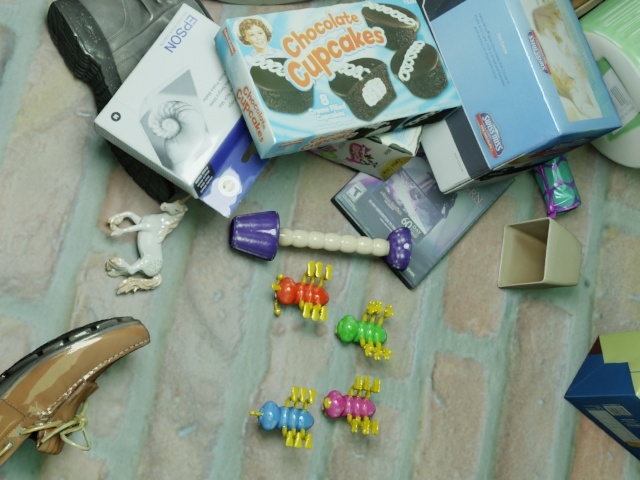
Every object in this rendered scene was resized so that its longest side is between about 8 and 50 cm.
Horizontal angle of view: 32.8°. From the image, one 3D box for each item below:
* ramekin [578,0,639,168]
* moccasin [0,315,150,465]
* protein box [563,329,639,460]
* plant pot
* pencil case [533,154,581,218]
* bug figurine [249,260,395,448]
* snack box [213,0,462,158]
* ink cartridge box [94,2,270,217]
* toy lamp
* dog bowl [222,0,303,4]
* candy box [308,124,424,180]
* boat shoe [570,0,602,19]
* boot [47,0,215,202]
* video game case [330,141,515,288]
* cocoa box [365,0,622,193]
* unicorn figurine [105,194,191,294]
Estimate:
[{"bbox_3d":[0.529,-0.266,1.806,0.148,0.303,0.303,-32,93,-15],"label":"ramekin"},{"bbox_3d":[-0.382,0.237,1.445,0.380,0.139,0.147,-38,97,-22],"label":"moccasin"},{"bbox_3d":[0.551,0.259,1.770,0.201,0.200,0.136,39,70,-11],"label":"protein box"},{"bbox_3d":[0.370,0.031,1.797,0.096,0.109,0.109,16,75,-31],"label":"plant pot"},{"bbox_3d":[0.389,-0.117,1.846,0.070,0.064,0.151,-19,88,-39],"label":"pencil case"},{"bbox_3d":[0.004,0.183,1.641,0.216,0.072,0.278,16,71,-24],"label":"bug figurine"},{"bbox_3d":[0.028,-0.235,1.522,0.322,0.060,0.187,-15,77,-31],"label":"snack box"},{"bbox_3d":[-0.159,-0.181,1.505,0.224,0.045,0.223,33,74,-2],"label":"ink cartridge box"},{"bbox_3d":[0.000,0.000,1.657,0.275,0.080,0.080,4,79,-12],"label":"toy lamp"},{"bbox_3d":[-0.061,-0.440,1.618,0.265,0.265,0.104,-4,84,-22],"label":"dog bowl"},{"bbox_3d":[0.024,-0.177,1.649,0.234,0.159,0.071,19,76,-9],"label":"candy box"},{"bbox_3d":[0.453,-0.449,1.913,0.307,0.111,0.104,-39,92,-32],"label":"boat shoe"},{"bbox_3d":[-0.229,-0.245,1.606,0.223,0.118,0.338,-29,96,-28],"label":"boot"},{"bbox_3d":[0.172,-0.083,1.778,0.274,0.026,0.196,-44,98,-21],"label":"video game case"},{"bbox_3d":[0.267,-0.281,1.685,0.231,0.228,0.347,-13,80,-51],"label":"cocoa box"},{"bbox_3d":[-0.252,-0.004,1.577,0.111,0.060,0.161,1,111,-19],"label":"unicorn figurine"}]
